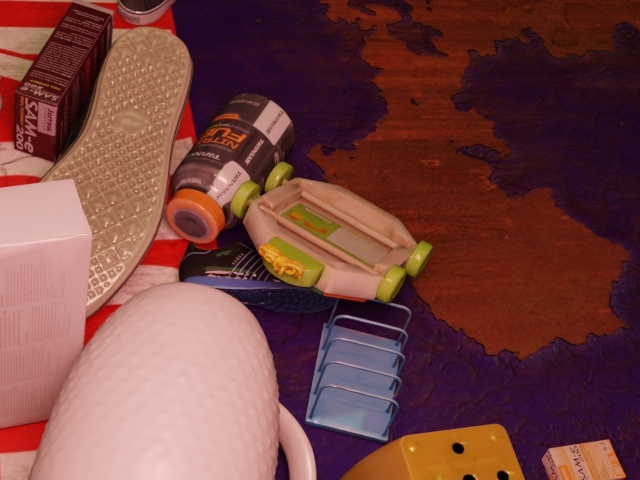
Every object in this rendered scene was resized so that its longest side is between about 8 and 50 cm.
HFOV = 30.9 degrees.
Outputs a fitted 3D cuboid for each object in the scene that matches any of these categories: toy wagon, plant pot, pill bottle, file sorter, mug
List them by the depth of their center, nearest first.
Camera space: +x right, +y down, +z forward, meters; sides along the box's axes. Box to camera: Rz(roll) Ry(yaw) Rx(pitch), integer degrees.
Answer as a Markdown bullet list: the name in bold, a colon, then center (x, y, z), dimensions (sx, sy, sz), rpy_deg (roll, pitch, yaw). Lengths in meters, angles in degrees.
- **mug**: center (-0.150, 0.253, 1.412), dimensions (0.374, 0.276, 0.328), rpy_deg (36, 46, -29)
- **plant pot**: center (0.160, 0.342, 1.454), dimensions (0.212, 0.187, 0.212), rpy_deg (-4, 52, -18)
- **file sorter**: center (0.056, 0.174, 1.617), dimensions (0.118, 0.104, 0.170), rpy_deg (14, 50, -3)
- **toy wagon**: center (0.000, 0.000, 1.645), dimensions (0.267, 0.068, 0.344), rpy_deg (30, 26, 13)
- **pill bottle**: center (-0.143, -0.105, 1.774), dimensions (0.130, 0.130, 0.245), rpy_deg (25, 50, 6)

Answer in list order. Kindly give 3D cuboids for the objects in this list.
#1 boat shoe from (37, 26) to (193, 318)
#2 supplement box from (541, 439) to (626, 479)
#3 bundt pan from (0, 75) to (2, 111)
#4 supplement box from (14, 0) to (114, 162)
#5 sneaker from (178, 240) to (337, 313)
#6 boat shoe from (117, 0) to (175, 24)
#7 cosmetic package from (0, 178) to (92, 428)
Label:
- **boat shoe**: center (-0.312, -0.085, 1.704), dimensions (0.187, 0.156, 0.500), rpy_deg (19, 61, -6)
- **supplement box**: center (0.369, 0.320, 1.627), dimensions (0.098, 0.036, 0.062), rpy_deg (-5, 53, -19)
- **bundt pan**: center (-0.636, -0.179, 1.705), dimensions (0.331, 0.124, 0.330), rpy_deg (7, 51, -9)
- **supplement box**: center (-0.402, -0.254, 1.825), dimensions (0.073, 0.130, 0.239), rpy_deg (18, 49, 0)
- **sneaker**: center (-0.090, 0.049, 1.694), dimensions (0.232, 0.081, 0.090), rpy_deg (6, 58, -9)
- **boat shoe**: center (-0.272, -0.511, 2.086), dimensions (0.108, 0.102, 0.301), rpy_deg (27, 50, 7)
- **cosmetic package**: center (-0.428, 0.100, 1.367), dimensions (0.285, 0.377, 0.097), rpy_deg (-10, 54, -23)
